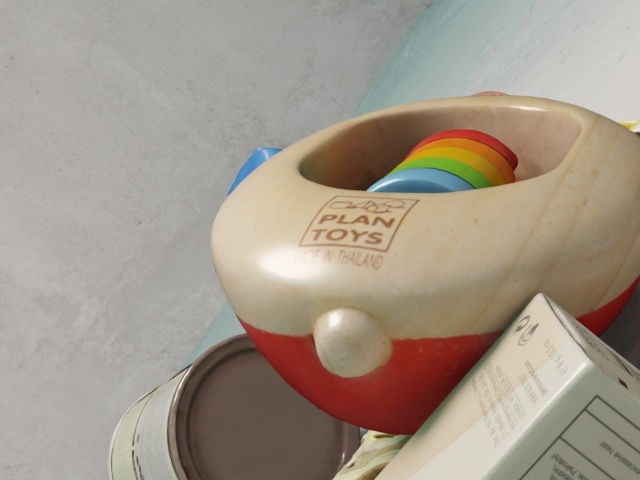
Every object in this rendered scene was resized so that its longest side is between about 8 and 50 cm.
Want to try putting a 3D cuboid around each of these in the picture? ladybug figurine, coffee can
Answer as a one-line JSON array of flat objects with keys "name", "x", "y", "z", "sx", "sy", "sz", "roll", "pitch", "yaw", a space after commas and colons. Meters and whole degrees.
[{"name": "ladybug figurine", "x": 0.091, "y": 0.008, "z": 0.771, "sx": 0.449, "sy": 0.305, "sz": 0.161, "roll": -38, "pitch": -52, "yaw": -59}, {"name": "coffee can", "x": -0.106, "y": 0.229, "z": 1.160, "sx": 0.201, "sy": 0.201, "sz": 0.275, "roll": -57, "pitch": 10, "yaw": -29}]

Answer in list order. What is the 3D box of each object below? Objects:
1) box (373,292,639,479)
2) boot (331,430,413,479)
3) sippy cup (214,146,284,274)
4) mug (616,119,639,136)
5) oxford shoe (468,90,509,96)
[{"name": "box", "x": 0.076, "y": 0.198, "z": 0.554, "sx": 0.311, "sy": 0.148, "sz": 0.121, "roll": -49, "pitch": 8, "yaw": 10}, {"name": "boot", "x": 0.111, "y": 0.130, "z": 0.824, "sx": 0.203, "sy": 0.095, "sz": 0.262, "roll": -56, "pitch": 6, "yaw": -31}, {"name": "sippy cup", "x": 0.000, "y": 0.000, "z": 1.262, "sx": 0.305, "sy": 0.224, "sz": 0.240, "roll": -32, "pitch": 43, "yaw": 60}, {"name": "mug", "x": 0.282, "y": -0.089, "z": 0.884, "sx": 0.064, "sy": 0.078, "sz": 0.062, "roll": -47, "pitch": -18, "yaw": -30}, {"name": "oxford shoe", "x": 0.134, "y": -0.068, "z": 1.402, "sx": 0.348, "sy": 0.123, "sz": 0.130, "roll": -42, "pitch": 19, "yaw": 53}]
